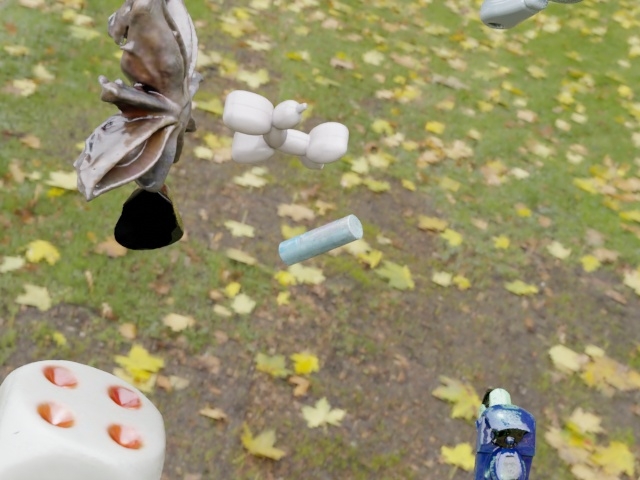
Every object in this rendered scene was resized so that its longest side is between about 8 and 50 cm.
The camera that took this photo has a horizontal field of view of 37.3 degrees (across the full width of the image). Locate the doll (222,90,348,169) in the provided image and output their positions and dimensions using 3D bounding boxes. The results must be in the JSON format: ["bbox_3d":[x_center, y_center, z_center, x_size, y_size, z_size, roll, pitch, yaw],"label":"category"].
[{"bbox_3d":[-0.043,-0.139,1.261,0.160,0.161,0.059,4,66,5],"label":"doll"}]

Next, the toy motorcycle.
[{"bbox_3d":[0.302,0.404,1.590,0.125,0.196,0.331,5,69,-3],"label":"toy motorcycle"}]

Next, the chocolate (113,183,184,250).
[{"bbox_3d":[-0.310,-0.054,1.769,0.125,0.149,0.080,17,33,-16],"label":"chocolate"}]

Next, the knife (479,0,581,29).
[{"bbox_3d":[0.373,-0.388,1.494,0.080,0.044,0.331,16,-9,-28],"label":"knife"}]

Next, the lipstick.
[{"bbox_3d":[0.000,0.000,1.692,0.048,0.158,0.048,34,45,-43],"label":"lipstick"}]

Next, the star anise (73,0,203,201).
[{"bbox_3d":[-0.199,-0.173,1.067,0.110,0.258,0.198,11,6,13],"label":"star anise"}]

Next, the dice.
[{"bbox_3d":[-0.433,0.392,1.535,0.277,0.304,0.304,22,12,-17],"label":"dice"}]
